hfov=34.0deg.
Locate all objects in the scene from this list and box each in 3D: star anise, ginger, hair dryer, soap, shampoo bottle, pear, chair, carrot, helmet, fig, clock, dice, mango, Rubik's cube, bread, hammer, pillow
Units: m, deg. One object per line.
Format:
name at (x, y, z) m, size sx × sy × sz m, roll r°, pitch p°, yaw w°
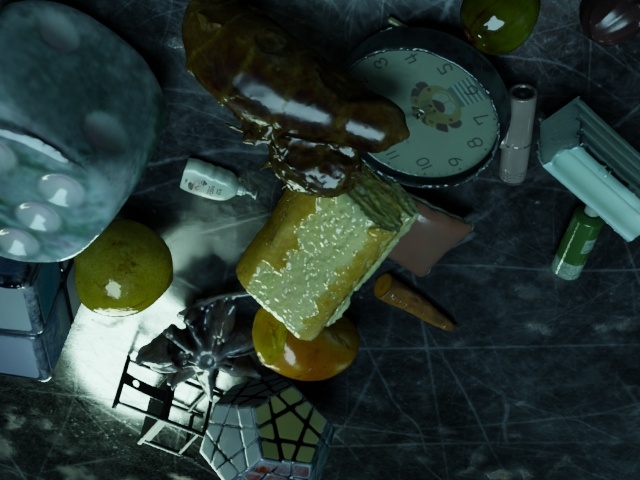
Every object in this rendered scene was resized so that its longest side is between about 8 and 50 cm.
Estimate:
star anise at (-0.234, 0.223, 2.337) m, size 0.360 × 0.139 × 0.315 m, roll -5°, pitch 135°, yaw -7°
ginger at (-0.076, -0.228, 1.750) m, size 0.418 × 0.176 × 0.254 m, roll 35°, pitch 124°, yaw -5°
hair dryer at (0.268, -0.199, 1.870) m, size 0.221 × 0.053 × 0.195 m, roll 9°, pitch 135°, yaw 10°
soap at (0.492, -0.124, 1.825) m, size 0.261 × 0.150 × 0.094 m, roll 36°, pitch 127°, yaw -23°
shampoo bottle at (-0.194, -0.109, 2.037) m, size 0.152 × 0.045 × 0.077 m, roll 17°, pitch 135°, yaw -8°
pear at (-0.400, 0.056, 2.137) m, size 0.209 × 0.208 × 0.208 m, roll 5°, pitch 136°, yaw 5°
chair at (-0.386, 0.406, 2.520) m, size 0.260 × 0.154 × 0.141 m, roll 25°, pitch 133°, yaw -18°
shampoo bottle at (0.501, -0.013, 2.003) m, size 0.065 × 0.065 × 0.204 m, roll 11°, pitch 136°, yaw -1°
carrot at (0.212, 0.145, 2.222) m, size 0.224 × 0.057 × 0.057 m, roll 32°, pitch 132°, yaw -26°
helmet at (0.471, -0.355, 1.651) m, size 0.123 × 0.070 × 0.098 m, roll -24°, pitch 126°, yaw 31°
fig at (0.328, -0.386, 1.634) m, size 0.236 × 0.124 × 0.124 m, roll -32°, pitch 125°, yaw 7°
clock at (0.170, -0.222, 1.804) m, size 0.313 × 0.061 × 0.312 m, roll 13°, pitch 136°, yaw 13°
dice at (-0.488, -0.180, 1.803) m, size 0.330 × 0.348 × 0.328 m, roll 34°, pitch 133°, yaw -21°
mango at (-0.014, 0.214, 2.217) m, size 0.257 × 0.187 × 0.138 m, roll 13°, pitch 116°, yaw -37°
Rubik's cube at (-0.120, 0.467, 2.430) m, size 0.264 × 0.319 × 0.319 m, roll -45°, pitch 124°, yaw -8°
bread at (0.000, 0.000, 2.005) m, size 0.236 × 0.165 × 0.375 m, roll 45°, pitch 131°, yaw 12°
hammer at (0.191, -0.323, 1.772) m, size 0.195 × 0.028 × 0.060 m, roll 28°, pitch 140°, yaw -14°
Rubik's cube at (-0.663, 0.062, 2.100) m, size 0.316 × 0.318 × 0.313 m, roll 7°, pitch 135°, yaw 5°
pillow at (0.183, -0.017, 2.041) m, size 0.171 × 0.075 × 0.179 m, roll 26°, pitch 133°, yaw -16°
